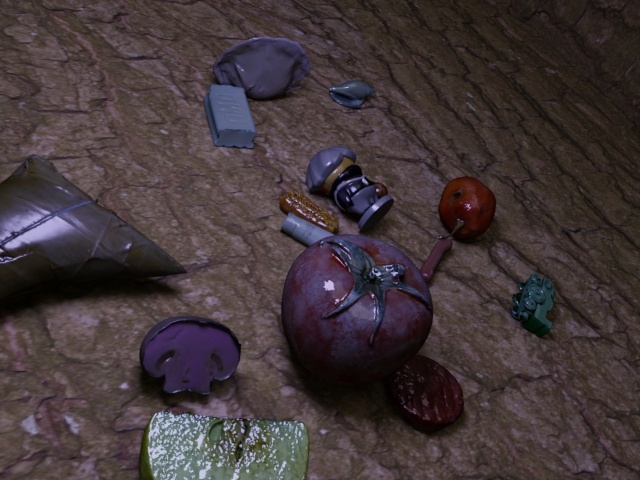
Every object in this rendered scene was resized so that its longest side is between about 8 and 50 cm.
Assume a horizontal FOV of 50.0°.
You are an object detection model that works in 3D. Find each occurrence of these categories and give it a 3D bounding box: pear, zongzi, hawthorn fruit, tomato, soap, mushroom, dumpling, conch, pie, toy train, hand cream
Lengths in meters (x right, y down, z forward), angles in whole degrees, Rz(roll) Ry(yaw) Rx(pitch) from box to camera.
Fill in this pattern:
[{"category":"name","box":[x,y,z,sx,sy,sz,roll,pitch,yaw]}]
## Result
[{"category":"pear","box":[-0.158,0.418,1.116,0.293,0.159,0.292,12,46,-12]},{"category":"zongzi","box":[-0.501,0.055,1.294,0.393,0.174,0.356,34,47,-2]},{"category":"hawthorn fruit","box":[0.385,-0.056,1.857,0.165,0.165,0.285,29,40,2]},{"category":"tomato","box":[0.073,0.139,1.411,0.317,0.282,0.316,12,47,-13]},{"category":"soap","box":[-0.249,-0.342,1.880,0.115,0.063,0.198,0,48,-25]},{"category":"mushroom","box":[-0.251,0.207,1.307,0.188,0.141,0.117,9,11,-22]},{"category":"dumpling","box":[-0.171,-0.524,1.999,0.293,0.204,0.163,-4,39,-19]},{"category":"conch","box":[0.105,-0.467,2.196,0.180,0.088,0.065,-9,10,-25]},{"category":"pie","box":[0.226,0.326,1.480,0.183,0.049,0.182,16,44,-16]},{"category":"toy train","box":[0.565,0.162,1.800,0.105,0.071,0.178,37,44,-1]},{"category":"hand cream","box":[0.000,0.000,1.685,0.205,0.050,0.078,29,62,-2]}]

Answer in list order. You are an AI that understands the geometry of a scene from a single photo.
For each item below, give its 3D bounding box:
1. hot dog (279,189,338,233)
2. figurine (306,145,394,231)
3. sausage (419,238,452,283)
[{"category":"hot dog","box":[-0.028,-0.068,1.738,0.165,0.045,0.071,34,42,7]},{"category":"figurine","box":[0.078,-0.148,1.810,0.236,0.133,0.176,44,36,14]},{"category":"sausage","box":[0.297,0.051,1.789,0.043,0.043,0.186,34,43,7]}]
